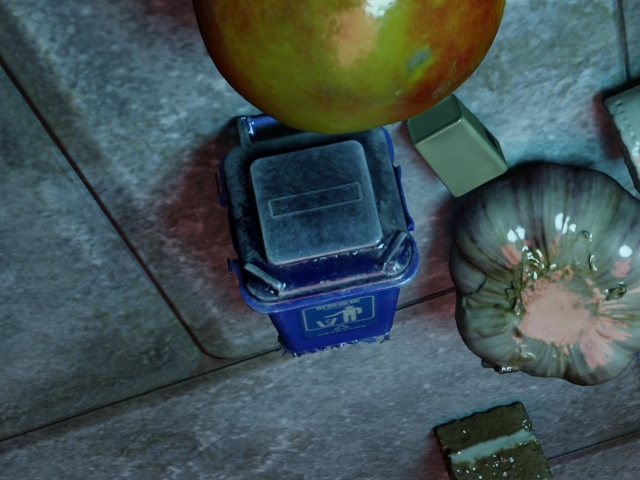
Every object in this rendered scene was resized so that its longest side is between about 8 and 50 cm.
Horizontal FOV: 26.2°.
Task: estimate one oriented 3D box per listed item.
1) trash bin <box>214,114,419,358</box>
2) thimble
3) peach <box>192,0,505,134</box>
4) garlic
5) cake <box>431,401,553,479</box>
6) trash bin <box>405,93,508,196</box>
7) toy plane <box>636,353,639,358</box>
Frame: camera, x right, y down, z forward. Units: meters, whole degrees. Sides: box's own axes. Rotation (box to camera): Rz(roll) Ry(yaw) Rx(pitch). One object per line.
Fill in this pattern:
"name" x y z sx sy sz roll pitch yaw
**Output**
"trash bin" 0.000 0.000 1.261 0.162 0.184 0.234 -11 157 0
"thimble" 0.323 -0.101 1.282 0.090 0.102 0.115 -23 173 10
"peach" 0.019 -0.188 0.956 0.231 0.231 0.231 -10 144 -7
"garlic" 0.238 0.024 1.380 0.244 0.160 0.245 4 126 6
"cake" 0.229 0.307 1.759 0.134 0.147 0.135 -17 146 4
"trash bin" 0.125 -0.088 1.275 0.061 0.043 0.092 -29 141 19
"toy plane" 0.449 0.098 1.600 0.254 0.105 0.271 -20 141 -4
